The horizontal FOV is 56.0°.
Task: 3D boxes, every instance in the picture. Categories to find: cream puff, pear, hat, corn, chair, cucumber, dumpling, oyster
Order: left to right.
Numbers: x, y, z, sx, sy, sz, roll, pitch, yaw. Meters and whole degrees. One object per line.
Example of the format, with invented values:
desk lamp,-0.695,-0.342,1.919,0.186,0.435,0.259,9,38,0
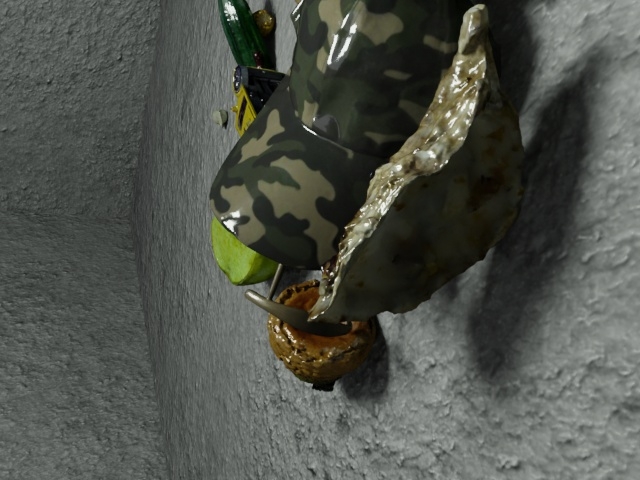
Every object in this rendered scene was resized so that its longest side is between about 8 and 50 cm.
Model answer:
dumpling,-0.307,-0.373,1.846,0.077,0.043,0.059,4,113,61
cucumber,-0.200,-0.510,1.489,0.115,0.063,0.243,4,119,58
corn,-0.178,-0.540,1.560,0.207,0.068,0.068,177,95,-65
pear,-0.133,0.004,1.323,0.238,0.164,0.255,57,143,36
cream puff,-0.002,0.183,1.034,0.168,0.184,0.183,97,158,-45
chair,0.000,0.000,0.944,0.166,0.188,0.272,12,81,65
hat,0.011,-0.174,0.755,0.366,0.381,0.257,34,157,28
oyster,0.132,-0.048,0.703,0.396,0.204,0.111,-58,39,16

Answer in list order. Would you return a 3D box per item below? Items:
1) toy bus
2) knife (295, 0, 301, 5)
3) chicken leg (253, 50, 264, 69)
toy bus,-0.099,-0.241,1.276,0.331,0.145,0.151,-115,35,-42
knife,-0.013,-0.520,1.264,0.256,0.022,0.046,-138,46,-64
chicken leg,-0.143,-0.351,1.465,0.093,0.053,0.205,35,120,45
